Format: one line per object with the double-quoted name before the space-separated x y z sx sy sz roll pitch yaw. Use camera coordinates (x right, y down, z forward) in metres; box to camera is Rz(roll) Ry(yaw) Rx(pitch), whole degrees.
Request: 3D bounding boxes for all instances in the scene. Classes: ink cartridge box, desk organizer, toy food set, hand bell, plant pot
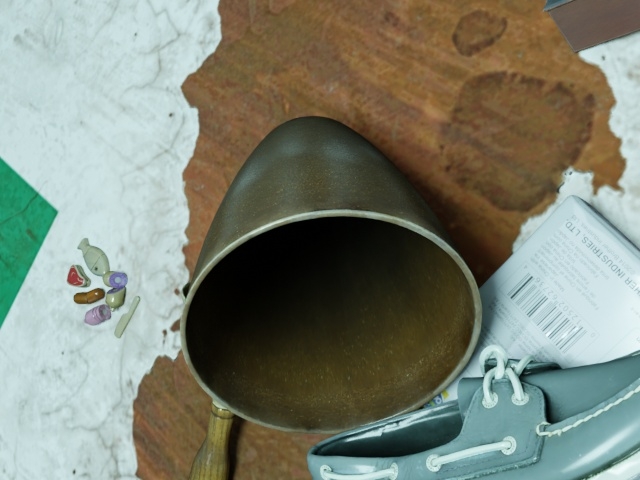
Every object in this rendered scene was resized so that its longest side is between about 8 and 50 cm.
"ink cartridge box" 0.159 0.139 0.630 0.311 0.065 0.186 -48 61 15
"desk organizer" 0.248 -0.198 0.629 0.130 0.050 0.047 -12 42 46
"toy food set" -0.263 0.057 0.938 0.122 0.019 0.078 36 102 31
"hand bell" -0.097 0.169 0.781 0.126 0.126 0.242 25 108 33
"plant pot" 0.000 0.000 0.663 0.215 0.215 0.230 -40 30 22

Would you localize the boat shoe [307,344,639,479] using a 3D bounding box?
"boat shoe" 0.120 0.128 0.547 0.319 0.116 0.099 -35 82 28
